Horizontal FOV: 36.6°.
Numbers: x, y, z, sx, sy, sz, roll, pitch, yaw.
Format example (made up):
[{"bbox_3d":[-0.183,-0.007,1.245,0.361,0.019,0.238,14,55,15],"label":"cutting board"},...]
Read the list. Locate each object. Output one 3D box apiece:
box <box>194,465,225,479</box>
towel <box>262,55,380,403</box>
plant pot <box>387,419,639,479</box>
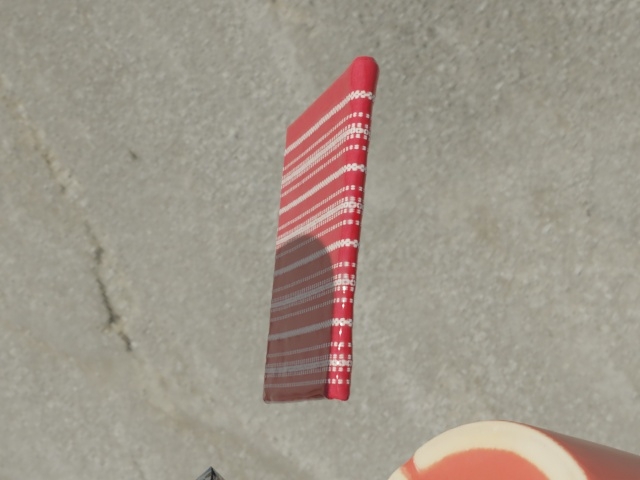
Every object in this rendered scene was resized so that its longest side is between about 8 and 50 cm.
[{"bbox_3d":[-0.122,0.235,0.703,0.027,0.137,0.094,48,-177,-10],"label":"box"},{"bbox_3d":[0.000,0.000,0.821,0.031,0.275,0.199,9,167,-17],"label":"towel"},{"bbox_3d":[0.167,0.254,0.655,0.243,0.275,0.274,34,153,-35],"label":"plant pot"}]
